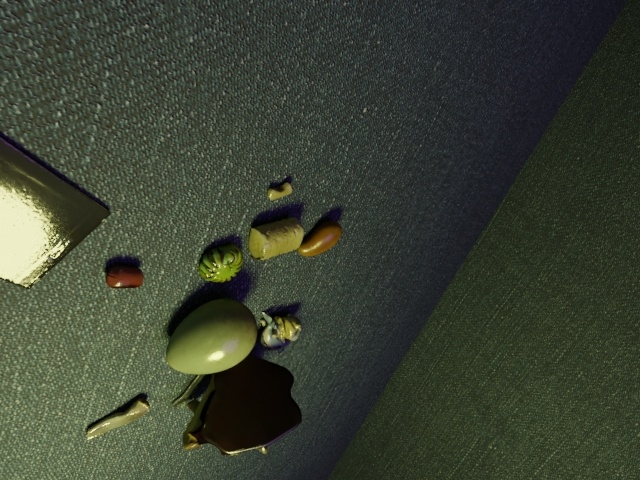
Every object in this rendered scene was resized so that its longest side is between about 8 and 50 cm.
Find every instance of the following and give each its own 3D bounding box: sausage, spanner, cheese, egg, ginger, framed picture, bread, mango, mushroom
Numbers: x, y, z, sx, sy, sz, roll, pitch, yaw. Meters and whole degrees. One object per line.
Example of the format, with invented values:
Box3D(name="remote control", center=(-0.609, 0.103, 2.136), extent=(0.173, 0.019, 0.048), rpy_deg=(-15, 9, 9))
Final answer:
Box3D(name="sausage", center=(-0.507, 0.095, 1.061), extent=(0.094, 0.059, 0.054), rpy_deg=(10, 71, -51))
Box3D(name="spanner", center=(-0.451, 0.511, 1.540), extent=(0.302, 0.017, 0.071), rpy_deg=(-53, 145, 2))
Box3D(name="cheese", center=(-0.143, -0.004, 1.339), extent=(0.167, 0.093, 0.123), rpy_deg=(-17, 132, -38))
Box3D(name="cheese", center=(-0.126, -0.156, 1.275), extent=(0.083, 0.030, 0.044), rpy_deg=(-25, 144, -23))
Box3D(name="egg", center=(-0.345, 0.309, 1.302), extent=(0.295, 0.218, 0.219), rpy_deg=(-23, 139, -14))
Box3D(name="ginger", center=(-0.292, 0.601, 1.526), extent=(0.412, 0.359, 0.211), rpy_deg=(1, 154, -15))
Box3D(name="framed picture", center=(-0.638, -0.056, 0.816), extent=(0.255, 0.014, 0.339), rpy_deg=(-46, 144, -6))
Box3D(name="bread", center=(-0.301, 0.074, 1.260), extent=(0.139, 0.071, 0.130), rpy_deg=(3, 124, -49))
Box3D(name="mango", center=(0.000, 0.000, 1.513), extent=(0.184, 0.085, 0.102), rpy_deg=(-39, 143, -7))
Box3D(name="mushroom", center=(-0.666, 0.585, 1.348), extent=(0.202, 0.054, 0.059), rpy_deg=(-25, 133, -24))

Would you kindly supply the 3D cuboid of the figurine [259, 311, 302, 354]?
Box3D(name="figurine", center=(-0.163, 0.358, 1.628), extent=(0.183, 0.128, 0.209), rpy_deg=(-40, 139, -18))
